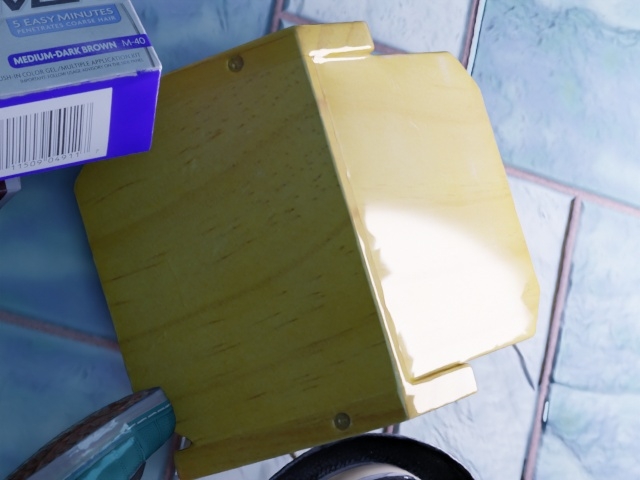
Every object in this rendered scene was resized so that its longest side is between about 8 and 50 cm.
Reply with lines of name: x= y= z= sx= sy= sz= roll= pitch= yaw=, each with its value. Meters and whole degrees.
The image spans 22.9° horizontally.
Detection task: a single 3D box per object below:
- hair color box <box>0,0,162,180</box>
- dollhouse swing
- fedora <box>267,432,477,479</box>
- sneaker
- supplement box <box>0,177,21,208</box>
hair color box: x=-0.276 y=-0.211 z=1.308 sx=0.185 sy=0.110 sz=0.339 roll=-13 pitch=54 yaw=-22
dollhouse swing: x=0.000 y=0.000 z=1.482 sx=0.315 sy=0.305 sz=0.347 roll=-18 pitch=87 yaw=19
fedora: x=0.059 y=0.339 z=1.365 sx=0.334 sy=0.152 sz=0.334 roll=-2 pitch=94 yaw=-26
sneaker: x=-0.226 y=0.252 z=1.331 sx=0.302 sy=0.108 sz=0.121 roll=-40 pitch=99 yaw=-11
supplement box: x=-0.382 y=-0.042 z=1.307 sx=0.239 sy=0.130 sz=0.073 roll=-13 pitch=86 yaw=-23
